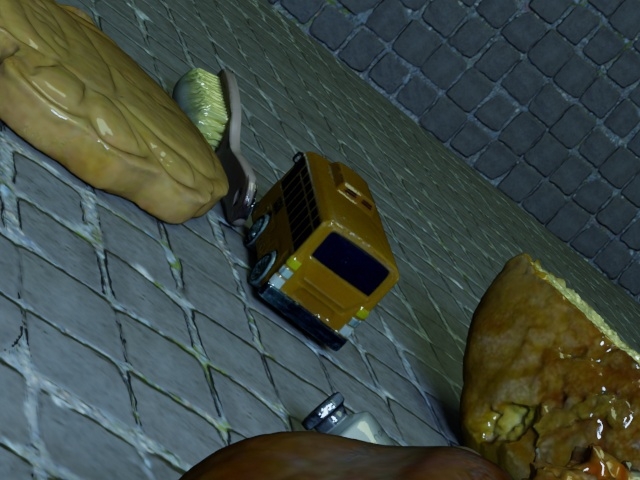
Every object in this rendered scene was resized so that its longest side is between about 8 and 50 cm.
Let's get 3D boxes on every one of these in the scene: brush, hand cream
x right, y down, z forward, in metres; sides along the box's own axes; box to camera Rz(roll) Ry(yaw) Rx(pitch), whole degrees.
[{"bbox_3d":[-0.112,-0.100,1.489,0.067,0.072,0.313,14,25,-18],"label":"brush"},{"bbox_3d":[0.075,0.208,1.048,0.234,0.050,0.080,49,9,2],"label":"hand cream"}]

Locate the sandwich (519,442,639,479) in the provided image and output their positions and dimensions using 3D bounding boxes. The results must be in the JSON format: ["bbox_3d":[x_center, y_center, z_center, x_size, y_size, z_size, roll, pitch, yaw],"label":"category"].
[{"bbox_3d":[0.173,0.242,0.950,0.301,0.250,0.162,19,-28,-9],"label":"sandwich"}]

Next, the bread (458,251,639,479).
[{"bbox_3d":[0.250,0.183,1.356,0.340,0.179,0.194,47,11,30],"label":"bread"}]

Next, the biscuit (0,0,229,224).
[{"bbox_3d":[-0.213,-0.139,1.290,0.351,0.057,0.312,28,18,-49],"label":"biscuit"}]

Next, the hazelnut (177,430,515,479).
[{"bbox_3d":[0.027,0.180,0.577,0.229,0.229,0.229,40,12,-11],"label":"hazelnut"}]

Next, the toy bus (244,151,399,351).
[{"bbox_3d":[0.000,0.000,1.338,0.098,0.114,0.201,37,15,-18],"label":"toy bus"}]
